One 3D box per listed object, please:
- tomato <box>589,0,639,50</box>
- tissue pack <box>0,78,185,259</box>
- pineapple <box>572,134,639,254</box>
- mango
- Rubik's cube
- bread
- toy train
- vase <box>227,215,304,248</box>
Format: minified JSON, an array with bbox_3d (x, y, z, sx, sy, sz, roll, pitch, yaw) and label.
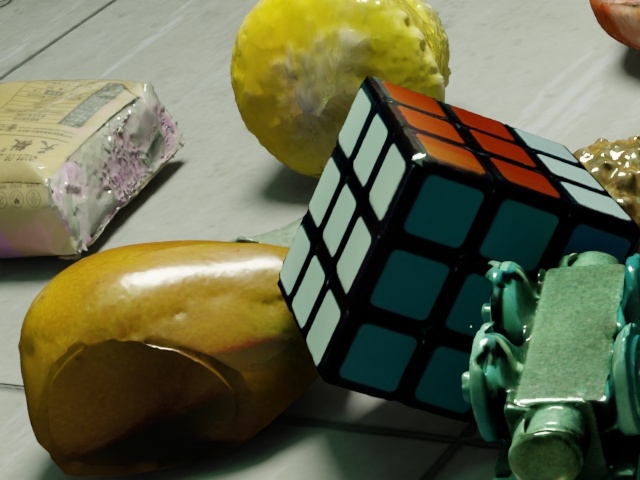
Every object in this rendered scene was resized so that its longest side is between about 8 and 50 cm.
[{"bbox_3d":[0.345,-0.223,1.726,0.237,0.095,0.237,-18,28,10],"label":"tomato"},{"bbox_3d":[-0.286,-0.069,1.837,0.257,0.123,0.215,-4,31,32],"label":"tissue pack"},{"bbox_3d":[0.285,-0.031,1.365,0.237,0.111,0.119,-7,58,6],"label":"pineapple"},{"bbox_3d":[-0.093,0.063,1.404,0.236,0.136,0.166,-8,21,10],"label":"mango"},{"bbox_3d":[0.083,0.010,1.278,0.160,0.162,0.163,17,17,-18],"label":"Rubik's cube"},{"bbox_3d":[0.026,-0.147,1.705,0.197,0.197,0.170,-8,20,23],"label":"bread"},{"bbox_3d":[0.148,0.094,1.135,0.107,0.154,0.198,-7,28,18],"label":"toy train"},{"bbox_3d":[0.000,0.000,1.540,0.081,0.081,0.149,7,33,45],"label":"vase"}]
